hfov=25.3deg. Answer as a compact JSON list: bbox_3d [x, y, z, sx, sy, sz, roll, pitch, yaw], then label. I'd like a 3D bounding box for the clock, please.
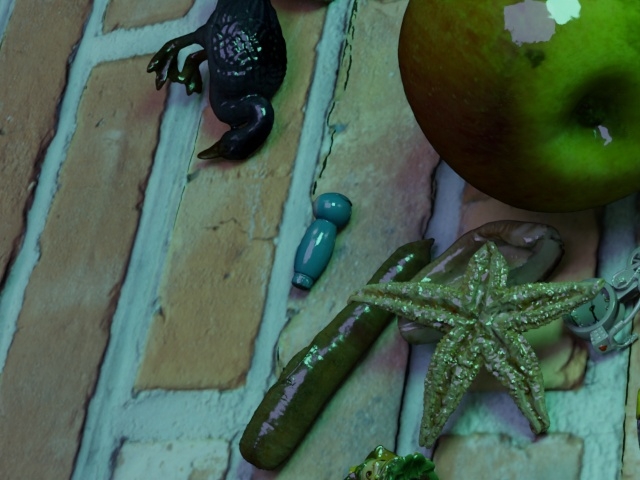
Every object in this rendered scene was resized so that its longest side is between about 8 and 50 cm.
[{"bbox_3d":[0.321,0.063,1.526,0.129,0.041,0.087,-39,45,14],"label":"clock"}]

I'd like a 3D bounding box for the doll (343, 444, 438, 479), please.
[{"bbox_3d":[0.078,0.271,1.560,0.078,0.076,0.113,-42,12,-29],"label":"doll"}]

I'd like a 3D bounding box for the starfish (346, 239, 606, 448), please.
[{"bbox_3d":[0.159,0.112,1.540,0.295,0.048,0.231,0,83,22],"label":"starfish"}]

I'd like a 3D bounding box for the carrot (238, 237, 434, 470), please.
[{"bbox_3d":[0.020,0.123,1.673,0.070,0.070,0.342,33,82,41],"label":"carrot"}]

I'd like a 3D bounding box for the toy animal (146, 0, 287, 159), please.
[{"bbox_3d":[-0.127,-0.256,1.960,0.185,0.122,0.298,3,76,38],"label":"toy animal"}]

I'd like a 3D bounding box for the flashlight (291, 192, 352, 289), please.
[{"bbox_3d":[0.000,0.000,1.770,0.051,0.051,0.129,10,72,37],"label":"flashlight"}]

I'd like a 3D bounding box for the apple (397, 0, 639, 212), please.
[{"bbox_3d":[0.256,-0.190,1.534,0.340,0.339,0.339,-16,55,25],"label":"apple"}]

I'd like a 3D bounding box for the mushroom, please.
[{"bbox_3d":[0.175,0.039,1.614,0.210,0.072,0.094,-37,53,9],"label":"mushroom"}]

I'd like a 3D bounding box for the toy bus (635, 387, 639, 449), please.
[{"bbox_3d":[0.386,0.165,1.230,0.144,0.330,0.152,-8,56,29],"label":"toy bus"}]
